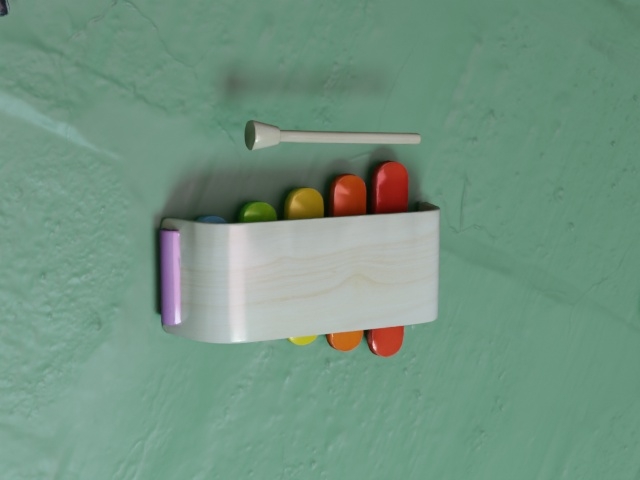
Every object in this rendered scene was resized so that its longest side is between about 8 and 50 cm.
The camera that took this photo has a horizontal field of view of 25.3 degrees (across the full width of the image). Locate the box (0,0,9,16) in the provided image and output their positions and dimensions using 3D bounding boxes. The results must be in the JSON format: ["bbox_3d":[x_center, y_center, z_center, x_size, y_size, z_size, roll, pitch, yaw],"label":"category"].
[{"bbox_3d":[-0.402,-0.253,1.139,0.261,0.103,0.184,-14,107,-26],"label":"box"}]

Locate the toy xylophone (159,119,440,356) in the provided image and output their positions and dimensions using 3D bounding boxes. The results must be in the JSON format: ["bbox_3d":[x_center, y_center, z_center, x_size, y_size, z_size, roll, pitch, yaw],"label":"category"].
[{"bbox_3d":[0.000,0.000,1.413,0.323,0.081,0.236,5,95,-29],"label":"toy xylophone"}]
